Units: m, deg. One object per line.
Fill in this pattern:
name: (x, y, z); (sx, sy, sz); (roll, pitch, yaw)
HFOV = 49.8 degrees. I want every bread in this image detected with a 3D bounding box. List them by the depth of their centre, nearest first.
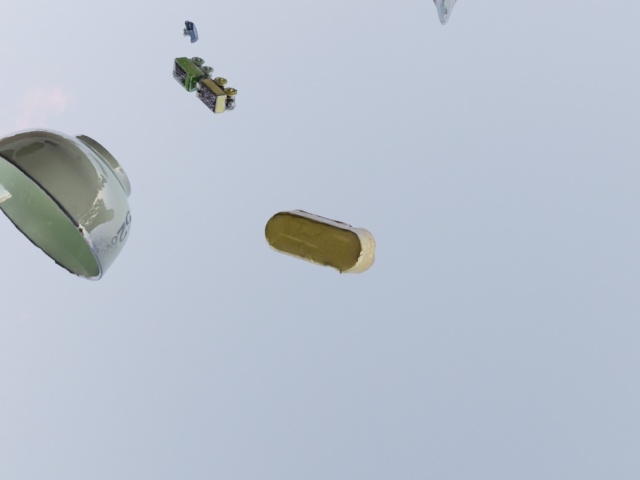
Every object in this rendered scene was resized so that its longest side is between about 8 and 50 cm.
bread: (0.000, 0.000, 1.435); (0.246, 0.094, 0.102); (16, -83, 31)

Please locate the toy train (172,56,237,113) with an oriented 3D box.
toy train: (-0.268, -0.360, 1.590); (0.081, 0.060, 0.202); (-18, -130, -37)

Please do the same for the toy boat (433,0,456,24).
toy boat: (0.306, -0.602, 1.678); (0.096, 0.206, 0.282); (5, -136, 6)

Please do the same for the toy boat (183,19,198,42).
toy boat: (-0.320, -0.506, 1.686); (0.038, 0.083, 0.038); (0, -104, 1)

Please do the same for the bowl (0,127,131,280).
bowl: (-0.525, -0.101, 1.448); (0.354, 0.353, 0.185); (28, -123, 23)
